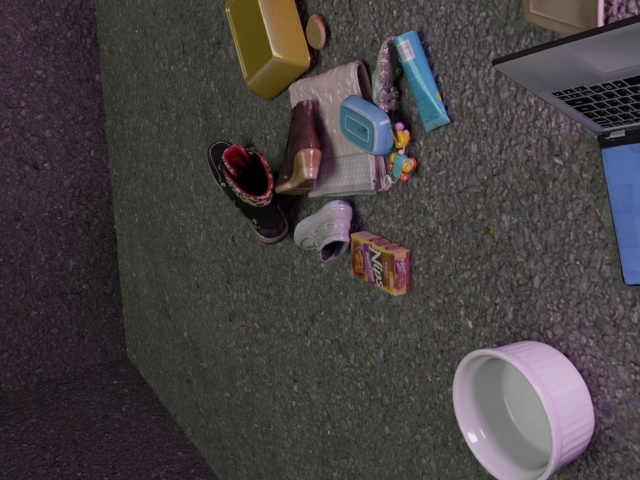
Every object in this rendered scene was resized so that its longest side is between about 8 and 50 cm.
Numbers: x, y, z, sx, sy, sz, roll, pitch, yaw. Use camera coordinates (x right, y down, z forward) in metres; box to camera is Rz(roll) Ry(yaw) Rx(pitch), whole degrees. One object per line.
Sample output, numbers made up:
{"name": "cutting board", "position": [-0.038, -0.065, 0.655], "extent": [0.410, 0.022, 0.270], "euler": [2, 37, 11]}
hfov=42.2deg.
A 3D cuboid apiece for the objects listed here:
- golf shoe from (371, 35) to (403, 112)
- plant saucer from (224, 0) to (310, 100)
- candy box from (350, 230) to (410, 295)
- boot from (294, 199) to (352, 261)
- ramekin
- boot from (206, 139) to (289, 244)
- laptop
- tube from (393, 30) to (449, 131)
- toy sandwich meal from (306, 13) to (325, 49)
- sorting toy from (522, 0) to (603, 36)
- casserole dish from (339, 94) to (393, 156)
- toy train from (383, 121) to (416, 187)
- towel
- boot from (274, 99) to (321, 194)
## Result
{"name": "golf shoe", "position": [0.138, -0.373, 1.840], "extent": [0.086, 0.069, 0.176], "euler": [48, 140, 49]}
{"name": "plant saucer", "position": [-0.161, -0.568, 2.221], "extent": [0.333, 0.081, 0.332], "euler": [-19, 86, 66]}
{"name": "candy box", "position": [0.145, 0.053, 2.024], "extent": [0.187, 0.053, 0.109], "euler": [24, 122, 52]}
{"name": "boot", "position": [0.000, 0.000, 2.171], "extent": [0.258, 0.095, 0.123], "euler": [137, 141, -56]}
{"name": "ramekin", "position": [0.399, 0.329, 1.624], "extent": [0.277, 0.135, 0.277], "euler": [32, 129, 50]}
{"name": "boot", "position": [-0.224, -0.188, 2.362], "extent": [0.377, 0.138, 0.284], "euler": [58, 172, 21]}
{"name": "laptop", "position": [0.490, -0.108, 1.192], "extent": [0.382, 0.408, 0.236], "euler": [-3, 66, 60]}
{"name": "tube", "position": [0.212, -0.336, 1.749], "extent": [0.080, 0.052, 0.207], "euler": [-17, 92, 65]}
{"name": "toy sandwich meal", "position": [-0.007, -0.517, 2.061], "extent": [0.086, 0.029, 0.085], "euler": [32, 132, 45]}
{"name": "sorting toy", "position": [0.402, -0.425, 1.354], "extent": [0.196, 0.047, 0.347], "euler": [43, 153, 48]}
{"name": "casserole dish", "position": [0.096, -0.258, 1.887], "extent": [0.188, 0.037, 0.114], "euler": [39, 139, 44]}
{"name": "toy train", "position": [0.168, -0.208, 1.880], "extent": [0.125, 0.046, 0.166], "euler": [-17, 84, 62]}
{"name": "towel", "position": [0.035, -0.265, 2.075], "extent": [0.332, 0.053, 0.316], "euler": [0, 102, 59]}
{"name": "boot", "position": [-0.057, -0.233, 2.142], "extent": [0.248, 0.090, 0.206], "euler": [153, 116, -67]}
